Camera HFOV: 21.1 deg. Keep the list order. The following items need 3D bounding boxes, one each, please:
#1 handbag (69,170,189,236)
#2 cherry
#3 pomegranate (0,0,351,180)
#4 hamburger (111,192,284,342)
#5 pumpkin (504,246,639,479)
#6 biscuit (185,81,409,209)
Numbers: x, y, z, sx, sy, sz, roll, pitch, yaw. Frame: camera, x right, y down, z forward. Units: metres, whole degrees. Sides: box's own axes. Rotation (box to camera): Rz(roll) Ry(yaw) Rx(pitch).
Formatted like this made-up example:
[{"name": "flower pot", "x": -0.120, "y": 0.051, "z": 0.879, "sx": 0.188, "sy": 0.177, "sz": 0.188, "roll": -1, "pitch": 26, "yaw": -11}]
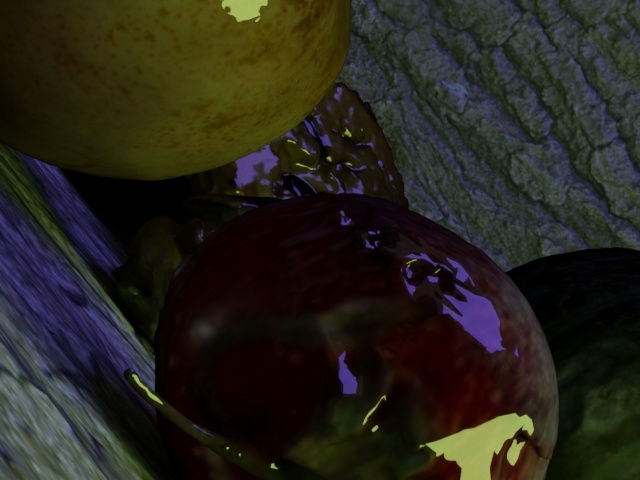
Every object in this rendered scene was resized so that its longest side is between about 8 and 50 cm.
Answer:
[{"name": "handbag", "x": -0.165, "y": -0.089, "z": 1.476, "sx": 0.257, "sy": 0.113, "sz": 0.285, "roll": 43, "pitch": -4, "yaw": 30}, {"name": "cherry", "x": 0.011, "y": 0.066, "z": 0.788, "sx": 0.192, "sy": 0.175, "sz": 0.250, "roll": 38, "pitch": 3, "yaw": -9}, {"name": "pomegranate", "x": -0.096, "y": -0.180, "z": 1.015, "sx": 0.319, "sy": 0.319, "sz": 0.319, "roll": 51, "pitch": -1, "yaw": 1}, {"name": "hamburger", "x": -0.036, "y": 0.048, "z": 1.098, "sx": 0.183, "sy": 0.130, "sz": 0.206, "roll": 54, "pitch": -3, "yaw": -1}, {"name": "pumpkin", "x": 0.241, "y": 0.225, "z": 1.299, "sx": 0.454, "sy": 0.344, "sz": 0.454, "roll": 57, "pitch": -6, "yaw": 9}, {"name": "biscuit", "x": 0.001, "y": -0.001, "z": 1.318, "sx": 0.296, "sy": 0.075, "sz": 0.296, "roll": 33, "pitch": 49, "yaw": -48}]
